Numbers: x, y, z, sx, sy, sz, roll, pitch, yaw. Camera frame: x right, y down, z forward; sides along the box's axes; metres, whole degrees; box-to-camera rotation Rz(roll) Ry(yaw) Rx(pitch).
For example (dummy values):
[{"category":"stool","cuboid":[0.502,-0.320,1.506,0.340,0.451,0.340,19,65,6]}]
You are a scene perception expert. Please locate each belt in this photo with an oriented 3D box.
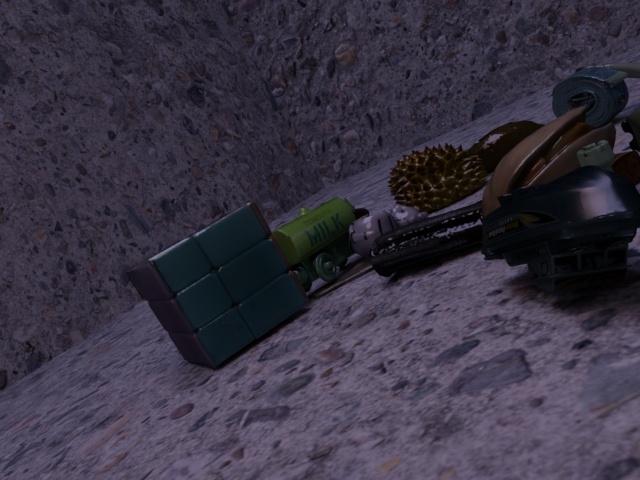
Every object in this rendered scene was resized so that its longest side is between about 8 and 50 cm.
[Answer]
[{"category":"belt","cuboid":[0.617,-0.325,1.508,0.082,0.147,0.163,-33,38,-21]}]

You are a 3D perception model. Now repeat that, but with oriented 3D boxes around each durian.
[{"category":"durian","cuboid":[0.264,-0.131,1.584,0.260,0.154,0.186,-32,29,29]}]

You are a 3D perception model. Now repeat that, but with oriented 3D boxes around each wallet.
[{"category":"wallet","cuboid":[0.226,-0.025,1.168,0.221,0.071,0.262,-24,2,30]}]

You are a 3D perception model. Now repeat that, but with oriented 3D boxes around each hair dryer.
[{"category":"hair dryer","cuboid":[0.723,-0.387,1.518,0.237,0.075,0.206,6,11,13]}]

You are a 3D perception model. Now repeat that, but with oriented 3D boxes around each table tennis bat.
[{"category":"table tennis bat","cuboid":[0.086,-0.011,1.757,0.170,0.119,0.107,-5,-36,-41]}]

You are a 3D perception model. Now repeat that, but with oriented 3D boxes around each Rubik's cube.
[{"category":"Rubik's cube","cuboid":[-0.197,0.088,1.257,0.231,0.224,0.221,-33,8,-26]}]

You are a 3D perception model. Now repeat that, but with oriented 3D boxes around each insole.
[{"category":"insole","cuboid":[0.069,0.064,1.303,0.192,0.010,0.063,-29,7,-5]}]

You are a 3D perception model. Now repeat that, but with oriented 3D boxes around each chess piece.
[{"category":"chess piece","cuboid":[0.367,-0.074,0.845,0.067,0.103,0.067,-27,8,4]}]

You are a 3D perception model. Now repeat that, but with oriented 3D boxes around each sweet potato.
[{"category":"sweet potato","cuboid":[0.443,-0.231,1.664,0.310,0.098,0.124,-23,1,11]}]

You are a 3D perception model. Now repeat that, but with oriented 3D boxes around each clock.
[{"category":"clock","cuboid":[0.141,-0.026,1.345,0.117,0.080,0.176,-23,-3,35]}]

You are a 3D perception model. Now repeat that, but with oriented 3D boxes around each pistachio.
[{"category":"pistachio","cuboid":[0.318,-0.087,0.927,0.223,0.126,0.152,-52,-33,8]}]

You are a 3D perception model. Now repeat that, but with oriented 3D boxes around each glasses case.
[{"category":"glasses case","cuboid":[0.406,-0.096,1.055,0.075,0.049,0.218,-30,8,-18]}]

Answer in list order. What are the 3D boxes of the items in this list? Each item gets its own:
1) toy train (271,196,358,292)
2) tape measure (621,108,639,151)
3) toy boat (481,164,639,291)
[{"category":"toy train","cuboid":[0.000,0.000,1.362,0.105,0.157,0.253,-27,3,43]},{"category":"tape measure","cuboid":[0.535,-0.173,0.896,0.207,0.115,0.235,-27,7,22]},{"category":"toy boat","cuboid":[0.259,-0.008,0.700,0.114,0.122,0.296,-9,-3,-2]}]
